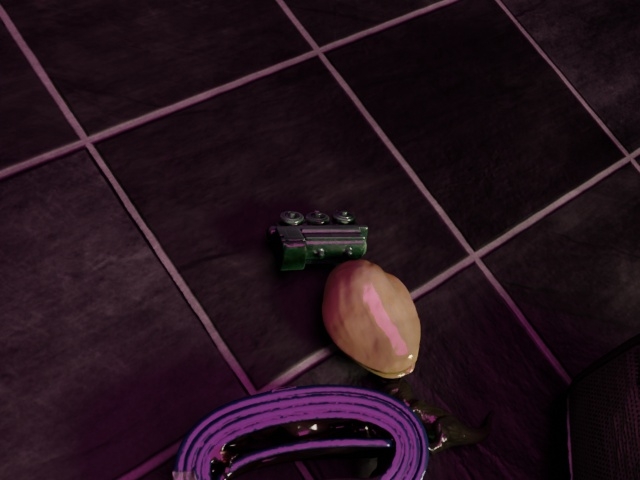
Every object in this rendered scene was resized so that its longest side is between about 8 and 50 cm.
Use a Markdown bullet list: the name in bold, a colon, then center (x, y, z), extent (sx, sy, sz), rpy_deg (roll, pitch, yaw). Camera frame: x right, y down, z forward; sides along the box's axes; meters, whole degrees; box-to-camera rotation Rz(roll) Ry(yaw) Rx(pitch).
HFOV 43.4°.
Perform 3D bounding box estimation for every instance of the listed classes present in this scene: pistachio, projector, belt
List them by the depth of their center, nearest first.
- **belt**: center (-0.028, 0.315, 1.103), extent (0.346, 0.117, 0.213), rpy_deg (-6, 68, -15)
- **projector**: center (0.590, 0.388, 1.198), extent (0.395, 0.242, 0.405), rpy_deg (24, 46, -12)
- **pistachio**: center (0.077, 0.126, 1.268), extent (0.145, 0.117, 0.201), rpy_deg (-21, 76, -12)

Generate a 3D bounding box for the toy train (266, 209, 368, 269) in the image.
- **toy train**: center (0.000, 0.000, 1.309), extent (0.170, 0.071, 0.111), rpy_deg (-1, 31, -17)

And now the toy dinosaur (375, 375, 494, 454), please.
- **toy dinosaur**: center (0.184, 0.255, 1.254), extent (0.179, 0.087, 0.187), rpy_deg (-38, 82, -31)
